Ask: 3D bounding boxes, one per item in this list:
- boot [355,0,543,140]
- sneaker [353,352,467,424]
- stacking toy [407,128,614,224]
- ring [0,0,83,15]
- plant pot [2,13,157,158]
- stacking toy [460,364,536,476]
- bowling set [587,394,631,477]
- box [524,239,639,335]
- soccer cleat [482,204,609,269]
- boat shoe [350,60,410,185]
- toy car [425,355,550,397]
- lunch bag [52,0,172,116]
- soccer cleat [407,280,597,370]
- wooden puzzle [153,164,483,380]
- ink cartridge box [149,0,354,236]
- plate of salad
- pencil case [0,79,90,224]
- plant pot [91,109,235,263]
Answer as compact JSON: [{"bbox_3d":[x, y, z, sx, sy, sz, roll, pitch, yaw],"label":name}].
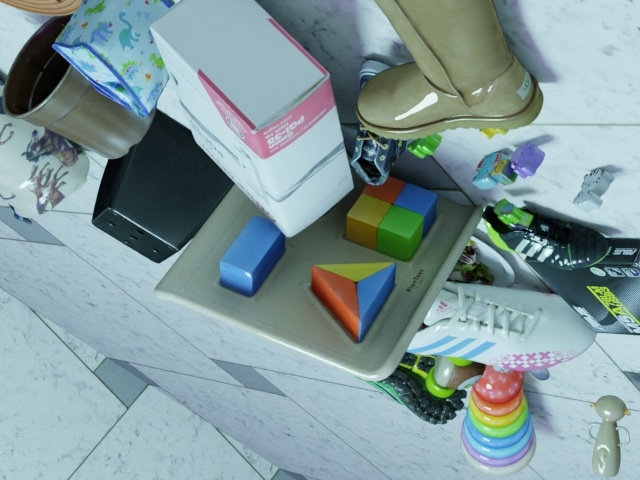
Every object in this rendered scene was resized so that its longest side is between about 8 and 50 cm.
[{"bbox_3d":[0.094,-0.221,1.382,0.236,0.089,0.269,-3,148,30],"label":"boot"},{"bbox_3d":[0.100,0.205,2.339,0.343,0.134,0.146,44,167,-25],"label":"sneaker"},{"bbox_3d":[0.225,-0.093,1.585,0.167,0.052,0.221,36,160,-19],"label":"stacking toy"},{"bbox_3d":[-0.434,-0.403,1.665,0.336,0.032,0.337,23,159,10],"label":"ring"},{"bbox_3d":[-0.330,-0.205,1.849,0.167,0.167,0.165,4,157,47],"label":"plant pot"},{"bbox_3d":[0.307,0.295,2.314,0.141,0.141,0.330,19,154,20],"label":"stacking toy"},{"bbox_3d":[0.570,0.295,2.014,0.287,0.154,0.199,7,-174,37],"label":"bowling set"},{"bbox_3d":[0.397,0.065,1.754,0.184,0.045,0.190,-1,145,48],"label":"box"},{"bbox_3d":[0.286,-0.007,1.700,0.178,0.060,0.072,12,154,41],"label":"soccer cleat"},{"bbox_3d":[0.072,-0.138,1.604,0.065,0.083,0.183,19,158,20],"label":"boat shoe"},{"bbox_3d":[0.279,0.179,2.063,0.188,0.149,0.155,15,149,-1],"label":"toy car"},{"bbox_3d":[-0.240,-0.248,1.657,0.096,0.129,0.151,12,157,46],"label":"lunch bag"},{"bbox_3d":[0.228,0.117,1.895,0.331,0.116,0.143,0,157,19],"label":"soccer cleat"},{"bbox_3d":[0.000,0.000,1.720,0.347,0.322,0.081,18,140,20],"label":"wooden puzzle"},{"bbox_3d":[-0.076,-0.156,1.601,0.207,0.117,0.283,46,168,23],"label":"ink cartridge box"},{"bbox_3d":[0.187,0.030,1.924,0.199,0.048,0.200,24,160,9],"label":"plate of salad"},{"bbox_3d":[-0.575,-0.198,2.150,0.183,0.160,0.410,-10,141,37],"label":"pencil case"},{"bbox_3d":[-0.253,-0.073,2.045,0.188,0.167,0.187,33,158,-14],"label":"plant pot"}]
